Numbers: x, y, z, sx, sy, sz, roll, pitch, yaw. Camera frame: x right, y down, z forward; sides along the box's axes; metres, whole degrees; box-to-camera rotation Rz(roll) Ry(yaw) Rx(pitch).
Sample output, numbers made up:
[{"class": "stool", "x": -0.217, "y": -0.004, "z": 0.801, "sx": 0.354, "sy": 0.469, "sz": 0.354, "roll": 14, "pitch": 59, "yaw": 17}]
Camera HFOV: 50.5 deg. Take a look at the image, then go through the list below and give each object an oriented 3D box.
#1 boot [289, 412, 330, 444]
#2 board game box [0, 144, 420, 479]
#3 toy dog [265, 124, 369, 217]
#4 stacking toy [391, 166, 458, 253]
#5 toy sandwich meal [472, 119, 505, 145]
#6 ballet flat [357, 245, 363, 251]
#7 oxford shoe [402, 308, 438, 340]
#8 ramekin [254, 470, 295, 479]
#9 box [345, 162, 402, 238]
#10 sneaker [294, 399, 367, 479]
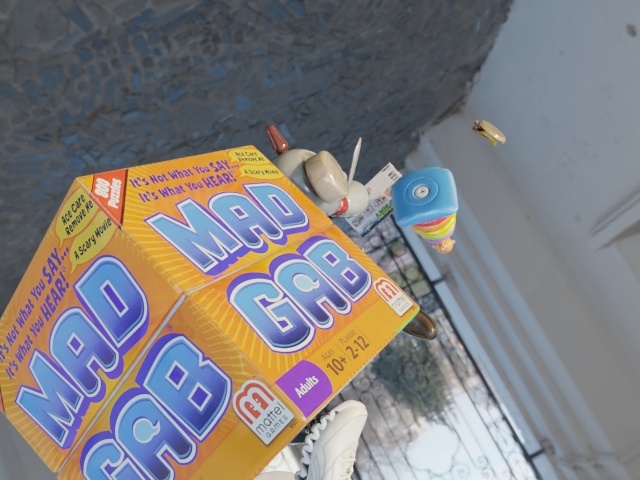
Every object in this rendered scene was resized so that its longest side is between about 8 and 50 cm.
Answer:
[{"class": "boot", "x": -0.063, "y": 0.481, "z": 1.780, "sx": 0.179, "sy": 0.085, "sz": 0.236, "roll": -16, "pitch": 149, "yaw": 31}, {"class": "board game box", "x": -0.156, "y": 0.135, "z": 0.918, "sx": 0.356, "sy": 0.356, "sz": 0.357, "roll": -51, "pitch": 168, "yaw": 27}, {"class": "toy dog", "x": -0.019, "y": -0.113, "z": 1.184, "sx": 0.220, "sy": 0.160, "sz": 0.333, "roll": -21, "pitch": 174, "yaw": 0}, {"class": "stacking toy", "x": 0.323, "y": -0.053, "z": 1.913, "sx": 0.175, "sy": 0.165, "sz": 0.302, "roll": -15, "pitch": 143, "yaw": 17}, {"class": "toy sandwich meal", "x": 0.392, "y": -0.250, "z": 1.581, "sx": 0.086, "sy": 0.085, "sz": 0.029, "roll": -8, "pitch": 140, "yaw": -54}, {"class": "ballet flat", "x": 0.000, "y": 0.000, "z": 1.740, "sx": 0.249, "sy": 0.086, "sz": 0.086, "roll": 24, "pitch": 144, "yaw": -14}, {"class": "oxford shoe", "x": 0.206, "y": 0.210, "z": 1.820, "sx": 0.096, "sy": 0.227, "sz": 0.082, "roll": -23, "pitch": 135, "yaw": -59}, {"class": "ramekin", "x": -0.111, "y": 0.761, "z": 1.792, "sx": 0.273, "sy": 0.272, "sz": 0.127, "roll": -23, "pitch": 147, "yaw": -21}, {"class": "box", "x": 0.163, "y": -0.115, "z": 1.977, "sx": 0.207, "sy": 0.114, "sz": 0.036, "roll": -42, "pitch": 171, "yaw": 7}, {"class": "sneaker", "x": 0.013, "y": 0.411, "z": 1.156, "sx": 0.110, "sy": 0.118, "sz": 0.292, "roll": 24, "pitch": 94, "yaw": -50}]
